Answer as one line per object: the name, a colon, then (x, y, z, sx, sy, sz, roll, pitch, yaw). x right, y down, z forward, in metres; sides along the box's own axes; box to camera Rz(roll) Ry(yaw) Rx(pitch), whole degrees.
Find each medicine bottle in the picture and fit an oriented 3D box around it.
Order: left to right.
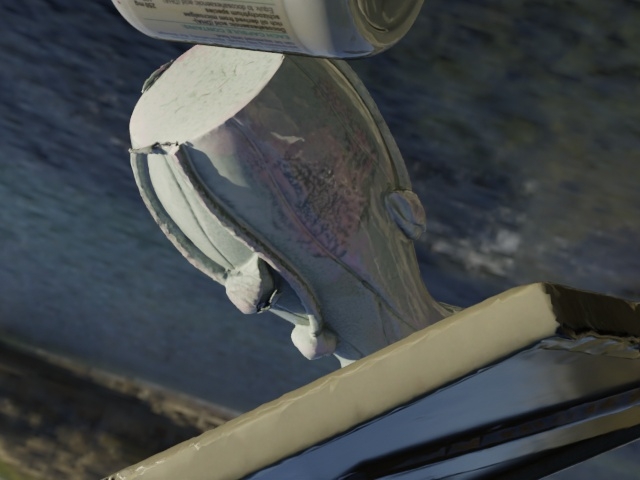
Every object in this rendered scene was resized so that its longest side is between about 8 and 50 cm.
medicine bottle: (-0.056, -0.174, 0.769, 0.215, 0.135, 0.135, 10, 167, 27)

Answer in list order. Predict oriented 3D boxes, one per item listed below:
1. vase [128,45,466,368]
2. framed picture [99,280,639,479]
vase: (0.000, 0.000, 1.432, 0.250, 0.250, 0.445, 6, 140, 49)
framed picture: (0.034, 0.084, 0.523, 0.247, 0.022, 0.335, -28, 162, 23)
